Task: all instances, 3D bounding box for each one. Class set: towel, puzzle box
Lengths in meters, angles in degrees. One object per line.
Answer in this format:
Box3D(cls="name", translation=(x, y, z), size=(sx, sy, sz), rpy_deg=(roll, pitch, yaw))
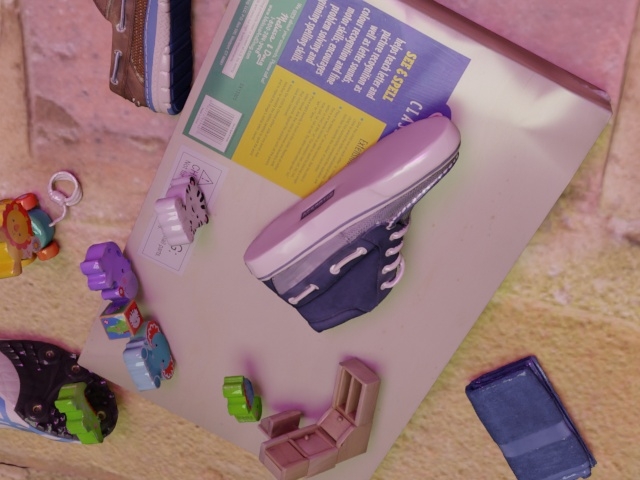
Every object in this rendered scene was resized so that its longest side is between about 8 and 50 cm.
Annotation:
Box3D(cls="towel", translation=(0.174, 0.155, 0.801), size=(0.067, 0.029, 0.119), rpy_deg=(-26, 108, 22))
Box3D(cls="puzzle box", translation=(0.000, 0.000, 0.751), size=(0.272, 0.052, 0.409), rpy_deg=(28, 118, -2))

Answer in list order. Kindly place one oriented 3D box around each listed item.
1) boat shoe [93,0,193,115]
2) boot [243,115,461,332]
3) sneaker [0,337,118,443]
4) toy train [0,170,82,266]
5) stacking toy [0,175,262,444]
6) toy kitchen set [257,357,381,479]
Box3D(cls="boat shoe", translation=(-0.129, -0.179, 0.684), size=(0.066, 0.066, 0.183), rpy_deg=(11, 117, 8))
Box3D(cls="boot", translation=(0.039, -0.008, 0.679), size=(0.190, 0.069, 0.086), rpy_deg=(-32, 112, 32))
Box3D(cls="sneaker", translation=(-0.296, 0.134, 0.873), size=(0.237, 0.085, 0.086), rpy_deg=(15, 144, 1))
Box3D(cls="toy train", translation=(-0.289, -0.040, 0.798), size=(0.166, 0.046, 0.125), rpy_deg=(25, 118, 0))
Box3D(cls="stacking toy", translation=(-0.150, 0.060, 0.759), size=(0.167, 0.052, 0.221), rpy_deg=(-9, 115, 18))
Box3D(cls="toy kitchen set", translation=(-0.011, 0.132, 0.754), size=(0.068, 0.083, 0.075), rpy_deg=(36, 128, 41))
